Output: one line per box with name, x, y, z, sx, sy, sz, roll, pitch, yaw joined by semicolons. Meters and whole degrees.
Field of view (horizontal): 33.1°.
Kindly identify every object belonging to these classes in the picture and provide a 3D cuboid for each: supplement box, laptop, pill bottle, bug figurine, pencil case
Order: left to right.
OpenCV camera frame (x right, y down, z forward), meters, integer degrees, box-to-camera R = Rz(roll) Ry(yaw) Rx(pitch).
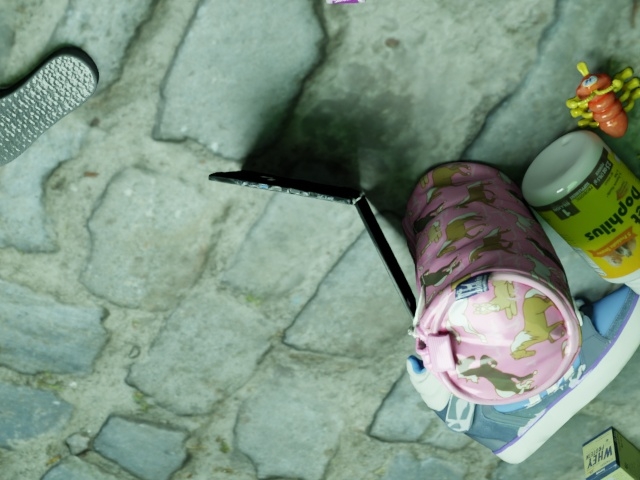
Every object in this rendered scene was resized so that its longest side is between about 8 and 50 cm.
laptop;0.000;0.000;1.333;0.265;0.234;0.136;10;95;3
pencil case;0.186;0.034;1.257;0.167;0.386;0.160;36;109;-12
pill bottle;0.358;-0.028;1.336;0.215;0.117;0.117;42;119;-20
supplement box;0.432;0.334;1.565;0.083;0.083;0.056;40;119;-15
bug figurine;0.443;-0.171;1.266;0.279;0.072;0.216;-31;111;24

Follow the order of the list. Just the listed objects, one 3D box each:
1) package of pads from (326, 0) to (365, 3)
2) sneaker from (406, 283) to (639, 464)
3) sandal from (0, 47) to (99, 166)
package of pads;0.027;-0.322;1.271;0.050;0.032;0.083;0;121;13
sneaker;0.263;0.125;1.445;0.236;0.130;0.322;39;107;0
sandal;-0.401;-0.171;1.433;0.255;0.054;0.097;-26;121;12
